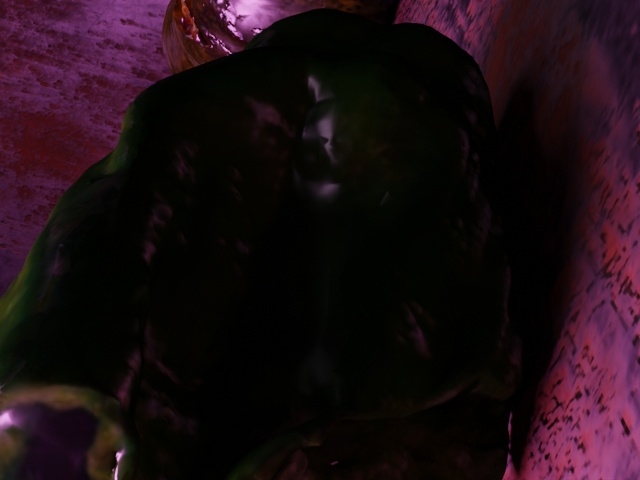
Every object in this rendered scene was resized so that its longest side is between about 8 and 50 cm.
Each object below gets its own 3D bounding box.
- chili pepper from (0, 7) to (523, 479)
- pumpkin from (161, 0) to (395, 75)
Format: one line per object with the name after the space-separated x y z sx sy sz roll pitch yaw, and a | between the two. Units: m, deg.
-0.020 0.005 0.611 0.385 0.213 0.168 -62 -38 -61 | chili pepper
-0.029 -0.251 1.276 0.320 0.192 0.321 -160 90 -81 | pumpkin
